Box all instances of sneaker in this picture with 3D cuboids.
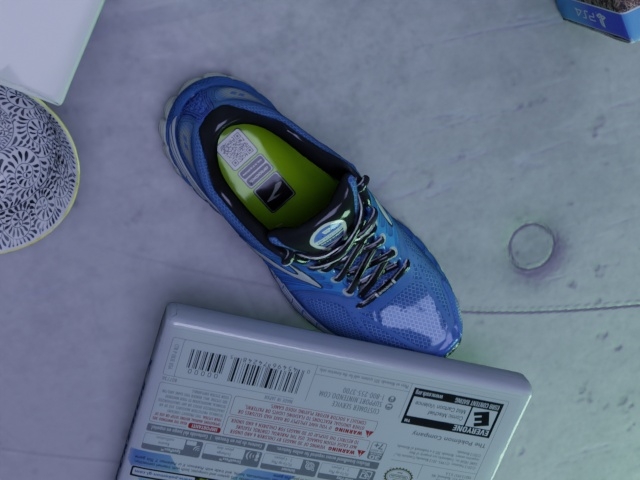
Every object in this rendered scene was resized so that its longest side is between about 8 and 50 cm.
[{"bbox_3d":[0.000,0.000,0.979,0.330,0.147,0.130,41,92,-19],"label":"sneaker"}]

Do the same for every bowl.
[{"bbox_3d":[-0.276,-0.078,0.926,0.170,0.080,0.170,-5,127,-6],"label":"bowl"}]

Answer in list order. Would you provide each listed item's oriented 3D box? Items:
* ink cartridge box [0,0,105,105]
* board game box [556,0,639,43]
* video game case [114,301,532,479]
[{"bbox_3d":[-0.194,-0.253,0.853,0.117,0.201,0.278,22,97,-17],"label":"ink cartridge box"},{"bbox_3d":[0.282,-0.347,0.944,0.232,0.141,0.291,-26,112,-2],"label":"board game box"},{"bbox_3d":[-0.014,0.217,1.043,0.329,0.036,0.300,12,115,-15],"label":"video game case"}]
